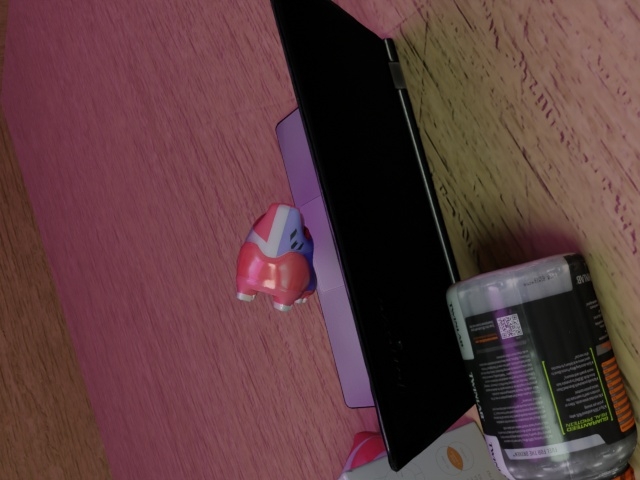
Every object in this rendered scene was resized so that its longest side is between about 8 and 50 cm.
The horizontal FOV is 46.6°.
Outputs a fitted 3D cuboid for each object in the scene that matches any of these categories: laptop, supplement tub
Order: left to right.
[{"bbox_3d":[0.000,0.000,0.740,0.408,0.237,0.381,-25,77,57],"label":"laptop"},{"bbox_3d":[0.180,0.113,0.599,0.117,0.117,0.190,-26,76,57],"label":"supplement tub"}]

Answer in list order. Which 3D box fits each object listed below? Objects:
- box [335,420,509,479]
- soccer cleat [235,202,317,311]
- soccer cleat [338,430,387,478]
[{"bbox_3d":[0.102,0.272,0.718,0.130,0.171,0.091,61,142,28],"label":"box"},{"bbox_3d":[-0.037,0.012,0.748,0.248,0.083,0.095,-35,-37,-88],"label":"soccer cleat"},{"bbox_3d":[0.039,0.379,0.860,0.116,0.109,0.318,21,94,68],"label":"soccer cleat"}]
